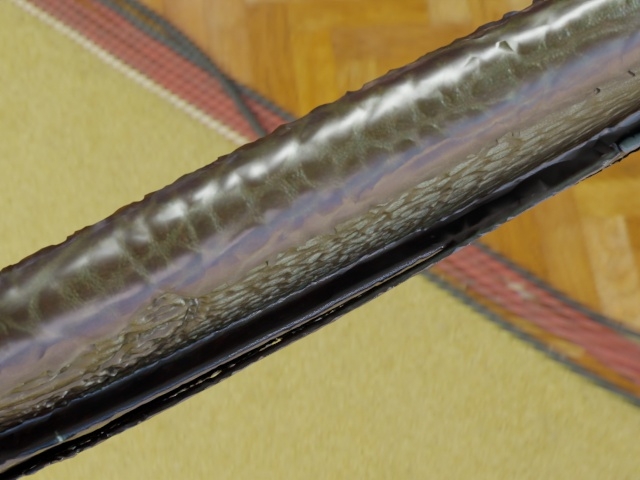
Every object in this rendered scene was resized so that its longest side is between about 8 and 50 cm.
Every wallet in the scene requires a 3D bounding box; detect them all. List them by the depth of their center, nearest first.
[{"bbox_3d":[0.000,0.000,0.465,0.243,0.133,0.039,-26,78,-2],"label":"wallet"}]
